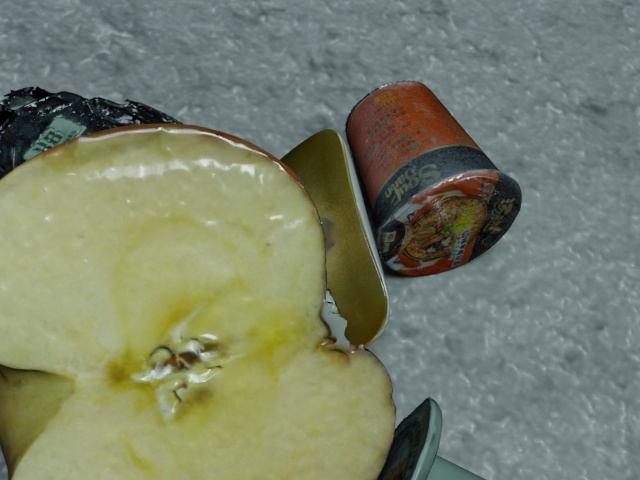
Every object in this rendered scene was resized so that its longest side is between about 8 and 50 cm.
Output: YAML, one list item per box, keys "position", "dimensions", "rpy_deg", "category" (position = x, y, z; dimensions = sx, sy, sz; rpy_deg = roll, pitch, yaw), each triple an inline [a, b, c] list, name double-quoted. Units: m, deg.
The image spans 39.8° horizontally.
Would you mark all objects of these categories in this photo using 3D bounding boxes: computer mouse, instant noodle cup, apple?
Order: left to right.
- position: [-0.186, -0.044, 0.723]
  dimensions: [0.242, 0.077, 0.146]
  rpy_deg: [26, 60, 9]
  category: "computer mouse"
- position: [-0.098, 0.065, 0.599]
  dimensions: [0.251, 0.163, 0.293]
  rpy_deg: [-13, 102, -8]
  category: "apple"
- position: [-0.001, -0.001, 0.717]
  dimensions: [0.045, 0.102, 0.199]
  rpy_deg: [22, 46, -46]
  category: "computer mouse"
- position: [0.084, -0.059, 0.746]
  dimensions: [0.127, 0.127, 0.135]
  rpy_deg: [-14, 53, -14]
  category: "instant noodle cup"

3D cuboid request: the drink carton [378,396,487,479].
- position: [0.101, 0.223, 0.539]
  dimensions: [0.190, 0.185, 0.191]
  rpy_deg: [24, 58, 5]
  category: "drink carton"
